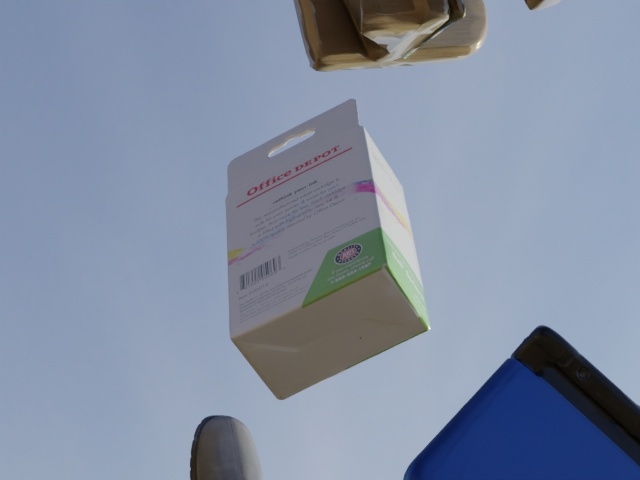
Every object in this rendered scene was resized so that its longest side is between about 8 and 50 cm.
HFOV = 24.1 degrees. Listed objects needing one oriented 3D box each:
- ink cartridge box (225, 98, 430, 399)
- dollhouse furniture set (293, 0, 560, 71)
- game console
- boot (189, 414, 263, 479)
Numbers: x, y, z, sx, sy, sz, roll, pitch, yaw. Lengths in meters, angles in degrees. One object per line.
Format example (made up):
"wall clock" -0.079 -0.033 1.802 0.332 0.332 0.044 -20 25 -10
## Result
"ink cartridge box" 0.000 0.000 1.806 0.207 0.353 0.119 -26 -55 15
"dollhouse furniture set" 0.140 -0.346 0.909 0.256 0.394 0.362 -7 -14 -29
"game console" 0.218 0.223 1.143 0.293 0.173 0.250 43 -4 9
"boot" -0.079 0.400 2.147 0.118 0.338 0.222 -4 -14 -32
